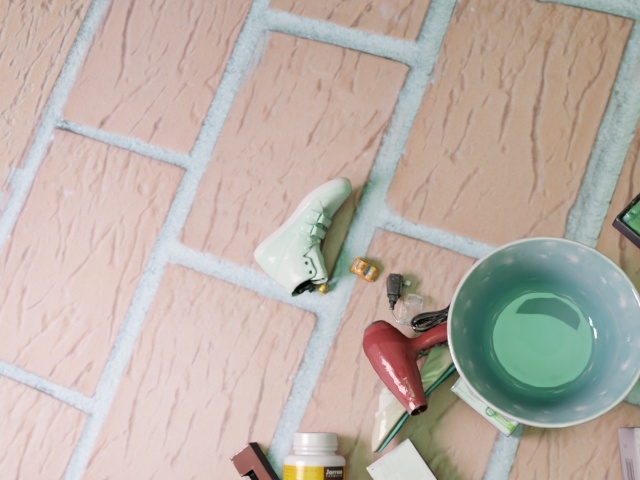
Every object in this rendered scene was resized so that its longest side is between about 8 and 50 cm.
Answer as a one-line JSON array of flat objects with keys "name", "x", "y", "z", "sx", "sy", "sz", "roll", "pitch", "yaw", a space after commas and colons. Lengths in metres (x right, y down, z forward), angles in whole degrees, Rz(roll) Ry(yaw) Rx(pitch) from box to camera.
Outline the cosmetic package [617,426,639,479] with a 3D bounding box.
[{"name": "cosmetic package", "x": 0.695, "y": 0.375, "z": 1.231, "sx": 0.366, "sy": 0.197, "sz": 0.155, "roll": -5, "pitch": 75, "yaw": 10}]

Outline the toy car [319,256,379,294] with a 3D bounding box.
[{"name": "toy car", "x": 0.057, "y": 0.081, "z": 1.529, "sx": 0.122, "sy": 0.040, "sz": 0.060, "roll": -41, "pitch": 72, "yaw": 0}]

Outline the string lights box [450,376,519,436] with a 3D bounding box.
[{"name": "string lights box", "x": 0.373, "y": 0.219, "z": 1.404, "sx": 0.133, "sy": 0.077, "sz": 0.259, "roll": 38, "pitch": 87, "yaw": 20}]

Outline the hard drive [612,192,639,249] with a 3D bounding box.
[{"name": "hard drive", "x": 0.747, "y": -0.074, "z": 1.397, "sx": 0.339, "sy": 0.064, "sz": 0.237, "roll": -45, "pitch": 71, "yaw": -1}]

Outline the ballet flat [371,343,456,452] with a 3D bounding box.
[{"name": "ballet flat", "x": 0.163, "y": 0.287, "z": 1.435, "sx": 0.086, "sy": 0.086, "sz": 0.248, "roll": 42, "pitch": 79, "yaw": 18}]

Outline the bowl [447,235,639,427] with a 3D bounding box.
[{"name": "bowl", "x": 0.378, "y": 0.161, "z": 1.290, "sx": 0.312, "sy": 0.163, "sz": 0.311, "roll": -3, "pitch": 75, "yaw": 12}]

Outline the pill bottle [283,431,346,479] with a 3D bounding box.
[{"name": "pill bottle", "x": -0.012, "y": 0.467, "z": 1.410, "sx": 0.117, "sy": 0.117, "sz": 0.214, "roll": -2, "pitch": 77, "yaw": 12}]

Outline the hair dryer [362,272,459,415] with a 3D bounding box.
[{"name": "hair dryer", "x": 0.188, "y": 0.181, "z": 1.403, "sx": 0.224, "sy": 0.080, "sz": 0.293, "roll": 5, "pitch": 59, "yaw": 25}]

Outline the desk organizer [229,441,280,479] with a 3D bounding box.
[{"name": "desk organizer", "x": -0.117, "y": 0.460, "z": 1.474, "sx": 0.050, "sy": 0.047, "sz": 0.130, "roll": -38, "pitch": 71, "yaw": 4}]

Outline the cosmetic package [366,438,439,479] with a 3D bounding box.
[{"name": "cosmetic package", "x": 0.193, "y": 0.490, "z": 1.387, "sx": 0.099, "sy": 0.060, "sz": 0.239, "roll": -34, "pitch": 72, "yaw": -1}]

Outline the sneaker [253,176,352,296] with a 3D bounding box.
[{"name": "sneaker", "x": 0.000, "y": 0.000, "z": 1.532, "sx": 0.256, "sy": 0.094, "sz": 0.151, "roll": -45, "pitch": 65, "yaw": 10}]
